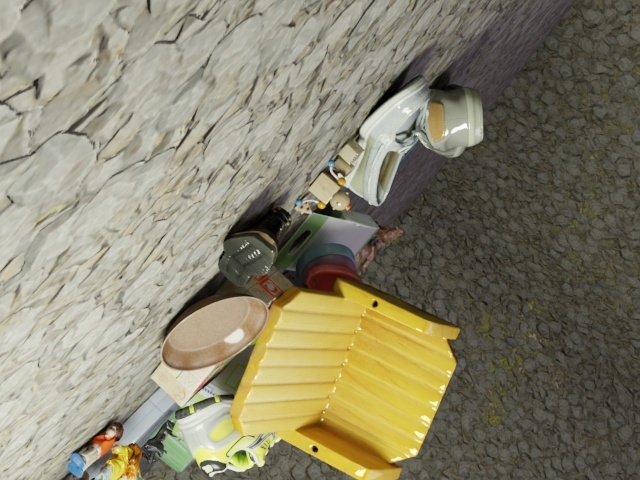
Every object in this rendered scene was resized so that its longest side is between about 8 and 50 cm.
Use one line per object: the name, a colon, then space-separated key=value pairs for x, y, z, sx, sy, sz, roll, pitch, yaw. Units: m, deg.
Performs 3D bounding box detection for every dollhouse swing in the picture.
dollhouse swing: x=0.056 y=0.276 z=1.535 sx=0.346 sy=0.315 sz=0.305 roll=-67 pitch=162 yaw=5

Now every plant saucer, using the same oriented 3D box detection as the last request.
plant saucer: x=-0.183 y=0.149 z=1.358 sx=0.199 sy=0.036 sz=0.198 roll=-23 pitch=147 yaw=-16

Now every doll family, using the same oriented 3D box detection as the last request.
doll family: x=-0.439 y=0.476 z=1.590 sx=0.263 sy=0.118 sz=0.163 roll=-51 pitch=174 yaw=29

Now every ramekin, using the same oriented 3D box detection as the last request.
ramekin: x=-0.367 y=0.529 z=2.328 sx=0.303 sy=0.148 sz=0.303 roll=-47 pitch=174 yaw=-6

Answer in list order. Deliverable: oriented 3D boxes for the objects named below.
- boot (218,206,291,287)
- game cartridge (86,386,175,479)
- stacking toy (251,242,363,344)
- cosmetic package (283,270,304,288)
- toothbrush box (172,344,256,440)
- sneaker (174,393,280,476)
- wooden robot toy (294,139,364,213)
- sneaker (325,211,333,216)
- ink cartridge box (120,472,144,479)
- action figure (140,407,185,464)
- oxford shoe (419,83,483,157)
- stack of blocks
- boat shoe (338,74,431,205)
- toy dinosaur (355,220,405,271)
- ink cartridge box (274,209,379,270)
boot: x=-0.081 y=-0.014 z=1.206 sx=0.137 sy=0.077 sz=0.198 roll=-50 pitch=-171 yaw=-24
game cartridge: x=-0.425 y=0.442 z=1.808 sx=0.294 sy=0.060 sz=0.196 roll=-46 pitch=178 yaw=-14
stacking toy: x=-0.076 y=0.112 z=1.745 sx=0.280 sy=0.130 sz=0.309 roll=8 pitch=134 yaw=-28
cosmetic package: x=-0.091 y=0.197 z=2.089 sx=0.183 sy=0.151 sz=0.151 roll=-50 pitch=173 yaw=21
toothbrush box: x=-0.233 y=0.352 z=1.923 sx=0.206 sy=0.122 sz=0.283 roll=-56 pitch=172 yaw=-46
sneaker: x=-0.156 y=0.403 z=1.664 sx=0.145 sy=0.147 sz=0.385 roll=-26 pitch=161 yaw=27
wooden robot toy: x=0.031 y=-0.090 z=1.404 sx=0.173 sy=0.079 sz=0.076 roll=-49 pitch=174 yaw=21
sneaker: x=0.008 y=0.023 z=1.974 sx=0.109 sy=0.123 sz=0.295 roll=-6 pitch=142 yaw=-16
ink cartridge box: x=-0.546 y=0.652 z=2.140 sx=0.143 sy=0.090 sz=0.092 roll=-46 pitch=174 yaw=-10
action figure: x=-0.350 y=0.464 z=2.097 sx=0.276 sy=0.141 sz=0.164 roll=-26 pitch=162 yaw=-28
oxford shoe: x=0.271 y=-0.268 z=1.800 sx=0.130 sy=0.169 sz=0.449 roll=-6 pitch=-175 yaw=3
stack of blocks: x=-0.182 y=0.167 z=1.544 sx=0.297 sy=0.087 sz=0.171 roll=-50 pitch=174 yaw=26
boat shoe: x=0.124 y=-0.171 z=1.416 sx=0.118 sy=0.103 sz=0.320 roll=-43 pitch=173 yaw=-34
toy dinosaur: x=0.133 y=0.024 z=2.774 sx=0.296 sy=0.127 sz=0.200 roll=-29 pitch=157 yaw=-33
ink cartridge box: x=0.000 y=0.000 z=1.780 sx=0.235 sy=0.056 sz=0.171 roll=14 pitch=124 yaw=-46
